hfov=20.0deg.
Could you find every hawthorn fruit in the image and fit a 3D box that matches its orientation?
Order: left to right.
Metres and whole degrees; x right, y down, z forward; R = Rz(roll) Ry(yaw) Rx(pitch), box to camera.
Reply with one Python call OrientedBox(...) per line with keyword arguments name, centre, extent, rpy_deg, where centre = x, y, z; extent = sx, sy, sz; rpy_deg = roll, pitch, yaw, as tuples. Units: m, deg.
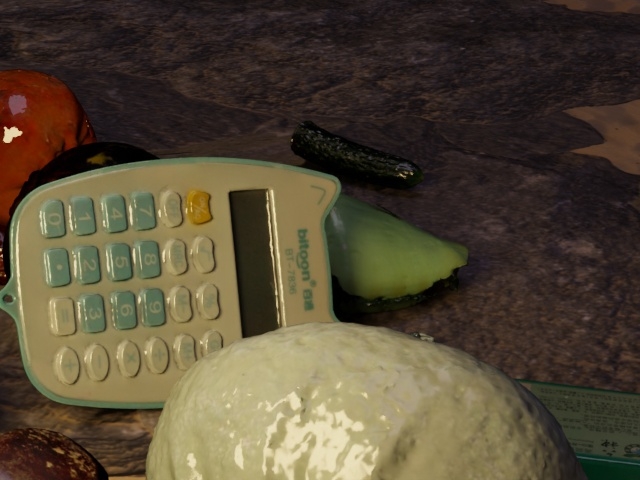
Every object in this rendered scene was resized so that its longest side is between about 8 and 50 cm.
OrientedBox(name="hawthorn fruit", centre=(-0.417, -0.114, 2.296), extent=(0.211, 0.211, 0.299), rpy_deg=(-18, 18, -41))

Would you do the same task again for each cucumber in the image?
OrientedBox(name="cucumber", centre=(0.054, -0.112, 2.522), extent=(0.214, 0.058, 0.052), rpy_deg=(22, -6, 32))

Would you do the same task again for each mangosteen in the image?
OrientedBox(name="mangosteen", centre=(-0.219, 0.016, 2.002), extent=(0.265, 0.228, 0.228), rpy_deg=(36, 14, -19))

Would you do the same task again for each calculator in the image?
OrientedBox(name="calculator", centre=(-0.150, 0.044, 1.880), extent=(0.386, 0.256, 0.054), rpy_deg=(-5, -1, -28))

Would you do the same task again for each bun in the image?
OrientedBox(name="bun", centre=(0.030, 0.225, 1.360), extent=(0.362, 0.362, 0.211), rpy_deg=(12, 45, 20))

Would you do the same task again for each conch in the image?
OrientedBox(name="conch", centre=(0.057, 0.028, 2.135), extent=(0.250, 0.137, 0.143), rpy_deg=(20, -6, -7))

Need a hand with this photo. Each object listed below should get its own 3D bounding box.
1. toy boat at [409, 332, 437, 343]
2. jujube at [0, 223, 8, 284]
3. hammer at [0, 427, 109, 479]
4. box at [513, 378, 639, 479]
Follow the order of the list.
OrientedBox(name="toy boat", centre=(0.115, 0.121, 1.991), extent=(0.038, 0.038, 0.083), rpy_deg=(0, 22, -9))
OrientedBox(name="jujube", centre=(-0.384, 0.013, 2.136), extent=(0.129, 0.077, 0.077), rpy_deg=(15, 25, 13))
OrientedBox(name="hammer", centre=(-0.105, 0.325, 1.299), extent=(0.409, 0.242, 0.095), rpy_deg=(30, 32, 17))
OrientedBox(name="box", centre=(0.207, 0.205, 1.727), extent=(0.245, 0.092, 0.153), rpy_deg=(8, 22, 8))
